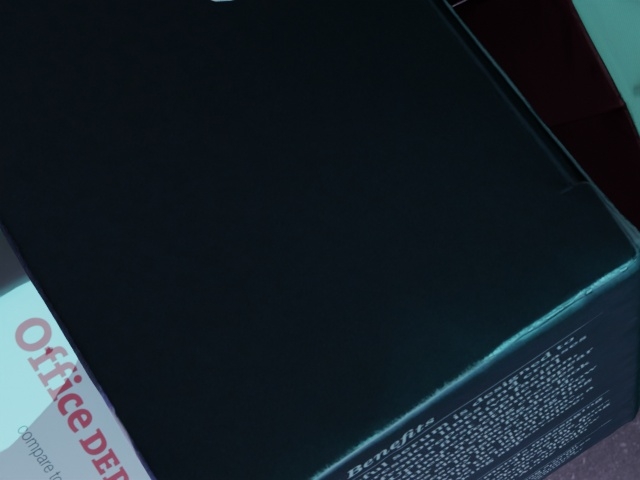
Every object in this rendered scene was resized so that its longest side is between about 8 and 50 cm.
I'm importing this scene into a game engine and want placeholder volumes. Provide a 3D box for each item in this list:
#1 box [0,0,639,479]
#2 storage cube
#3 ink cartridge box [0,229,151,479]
[{"bbox_3d":[0.000,0.000,0.787,0.212,0.293,0.395,-34,161,1],"label":"box"},{"bbox_3d":[0.214,-0.109,0.944,0.215,0.184,0.193,-27,-174,-16],"label":"storage cube"},{"bbox_3d":[-0.250,0.124,0.816,0.307,0.129,0.223,-31,133,-10],"label":"ink cartridge box"}]
